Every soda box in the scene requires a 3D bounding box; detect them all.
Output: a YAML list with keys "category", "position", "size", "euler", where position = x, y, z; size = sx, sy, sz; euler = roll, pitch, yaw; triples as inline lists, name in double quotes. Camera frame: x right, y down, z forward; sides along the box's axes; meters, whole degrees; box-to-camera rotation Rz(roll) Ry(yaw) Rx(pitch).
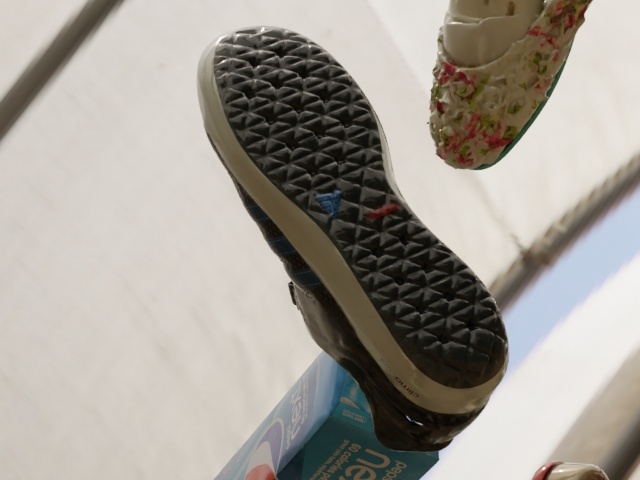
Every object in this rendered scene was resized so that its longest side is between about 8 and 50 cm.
- category: "soda box"
  position: [-0.002, 0.138, 1.082]
  size: [0.071, 0.067, 0.210]
  euler: [22, -41, -13]

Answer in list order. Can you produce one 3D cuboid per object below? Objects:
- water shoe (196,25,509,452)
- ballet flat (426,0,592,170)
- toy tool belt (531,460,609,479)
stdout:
- category: "water shoe"
  position: [0.000, 0.000, 0.763]
  size: [0.073, 0.203, 0.080]
  euler: [-16, -30, -29]
- category: "ballet flat"
  position: [0.116, -0.155, 1.000]
  size: [0.077, 0.091, 0.241]
  euler: [39, -103, -41]
- category: "toy tool belt"
  position: [0.082, 0.081, 0.396]
  size: [0.052, 0.051, 0.083]
  euler: [-53, -52, -40]
